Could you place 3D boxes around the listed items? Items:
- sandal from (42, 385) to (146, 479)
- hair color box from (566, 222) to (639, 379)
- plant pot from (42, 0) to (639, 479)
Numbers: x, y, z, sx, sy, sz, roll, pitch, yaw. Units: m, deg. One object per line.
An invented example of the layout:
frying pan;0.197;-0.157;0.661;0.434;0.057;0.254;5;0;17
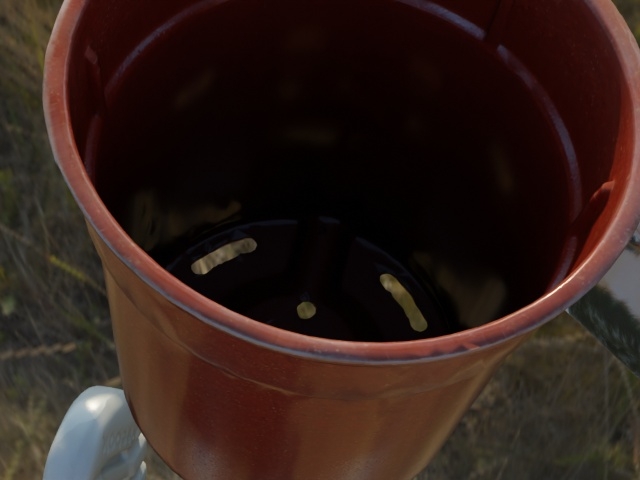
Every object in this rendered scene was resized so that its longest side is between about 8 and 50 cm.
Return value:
sandal;-0.225;0.299;1.334;0.102;0.416;0.169;17;22;14
hair color box;0.381;-0.048;1.475;0.113;0.374;0.185;-5;38;-41
plant pot;0.000;0.000;0.800;0.272;0.265;0.272;4;59;-6
